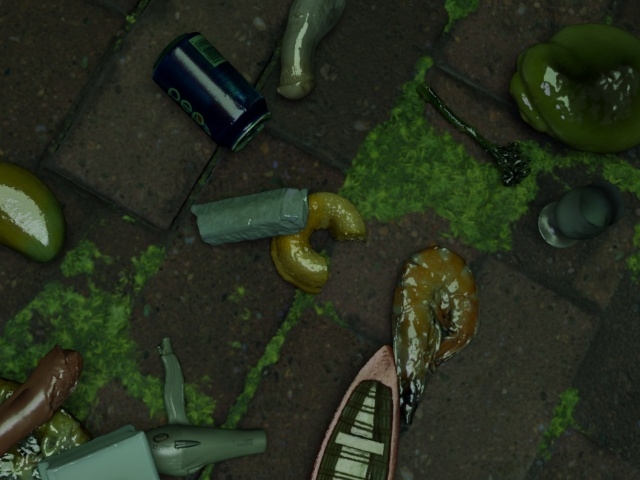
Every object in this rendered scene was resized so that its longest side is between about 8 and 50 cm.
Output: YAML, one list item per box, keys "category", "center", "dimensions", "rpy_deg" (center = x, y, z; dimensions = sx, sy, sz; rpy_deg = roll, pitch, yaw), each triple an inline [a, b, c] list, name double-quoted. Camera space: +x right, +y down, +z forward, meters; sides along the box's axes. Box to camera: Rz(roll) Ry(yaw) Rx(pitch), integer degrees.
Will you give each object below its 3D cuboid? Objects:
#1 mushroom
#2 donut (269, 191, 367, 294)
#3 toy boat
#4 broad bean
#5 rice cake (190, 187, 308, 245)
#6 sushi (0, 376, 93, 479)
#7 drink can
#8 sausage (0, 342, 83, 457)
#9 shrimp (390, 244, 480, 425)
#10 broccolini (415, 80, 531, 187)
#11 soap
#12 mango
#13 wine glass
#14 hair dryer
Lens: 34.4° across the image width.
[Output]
- category: "mushroom"
  center: [-0.025, -0.354, 1.824]
  dimensions: [0.081, 0.092, 0.223]
  rpy_deg: [5, 72, 38]
- category: "donut"
  center: [-0.007, -0.009, 1.774]
  dimensions: [0.146, 0.078, 0.181]
  rpy_deg: [43, 76, 0]
- category: "toy boat"
  center: [0.058, 0.365, 1.718]
  dimensions: [0.136, 0.079, 0.392]
  rpy_deg: [15, 80, -2]
- category: "broad bean"
  center: [0.484, -0.276, 1.855]
  dimensions: [0.291, 0.119, 0.238]
  rpy_deg: [13, 79, -6]
- category: "rice cake"
  center: [-0.115, -0.038, 1.732]
  dimensions: [0.206, 0.063, 0.069]
  rpy_deg: [-11, 59, 20]
- category: "sushi"
  center: [-0.491, 0.320, 1.628]
  dimensions: [0.274, 0.139, 0.184]
  rpy_deg: [32, 76, 2]
- category: "drink can"
  center: [-0.185, -0.253, 1.770]
  dimensions: [0.118, 0.118, 0.205]
  rpy_deg: [-43, 87, -11]
- category: "sausage"
  center: [-0.467, 0.276, 1.532]
  dimensions: [0.078, 0.078, 0.304]
  rpy_deg: [44, 71, 1]
- category: "shrimp"
  center: [0.194, 0.165, 1.779]
  dimensions: [0.164, 0.062, 0.317]
  rpy_deg: [12, 79, -11]
- category: "broccolini"
  center: [0.277, -0.197, 1.851]
  dimensions: [0.254, 0.057, 0.071]
  rpy_deg: [43, 36, -2]
- category: "soap"
  center: [-0.310, 0.434, 1.572]
  dimensions: [0.159, 0.087, 0.265]
  rpy_deg: [-19, 99, -27]
- category: "mango"
  center: [-0.500, -0.046, 1.710]
  dimensions: [0.130, 0.092, 0.195]
  rpy_deg: [-37, 91, -13]
- category: "wine glass"
  center: [0.445, -0.045, 1.770]
  dimensions: [0.093, 0.202, 0.093]
  rpy_deg: [1, 80, -8]
- category: "hair dryer"
  center: [-0.189, 0.292, 1.715]
  dimensions: [0.219, 0.088, 0.225]
  rpy_deg: [18, 64, -11]
